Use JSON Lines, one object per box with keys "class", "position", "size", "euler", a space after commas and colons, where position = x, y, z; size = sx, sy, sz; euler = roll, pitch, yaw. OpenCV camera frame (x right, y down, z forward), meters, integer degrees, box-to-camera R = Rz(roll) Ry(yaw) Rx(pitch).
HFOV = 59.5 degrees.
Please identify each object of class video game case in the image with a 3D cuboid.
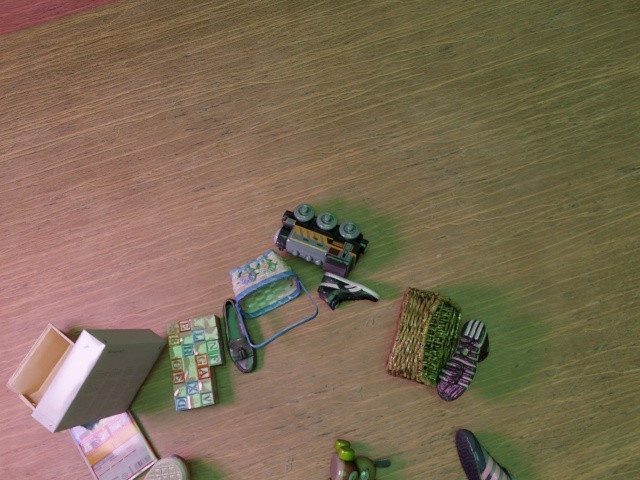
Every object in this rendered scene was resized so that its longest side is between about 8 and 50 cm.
{"class": "video game case", "position": [-0.701, 0.680, 1.887], "size": [0.204, 0.025, 0.285], "euler": [-35, 75, -8]}

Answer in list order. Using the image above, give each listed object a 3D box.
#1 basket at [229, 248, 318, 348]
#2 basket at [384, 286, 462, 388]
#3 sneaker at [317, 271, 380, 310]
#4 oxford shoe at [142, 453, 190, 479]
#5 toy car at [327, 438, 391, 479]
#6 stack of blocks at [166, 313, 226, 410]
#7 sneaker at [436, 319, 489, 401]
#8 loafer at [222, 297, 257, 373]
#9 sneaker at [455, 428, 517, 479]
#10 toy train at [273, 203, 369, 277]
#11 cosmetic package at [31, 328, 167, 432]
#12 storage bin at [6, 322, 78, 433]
{"class": "basket", "position": [-0.176, 0.197, 1.917], "size": [0.255, 0.201, 0.289], "euler": [-29, 64, -7]}
{"class": "basket", "position": [0.356, 0.323, 1.850], "size": [0.223, 0.213, 0.299], "euler": [16, 75, 8]}
{"class": "sneaker", "position": [0.093, 0.203, 1.975], "size": [0.217, 0.079, 0.121], "euler": [22, 79, 17]}
{"class": "oxford shoe", "position": [-0.560, 0.864, 1.782], "size": [0.169, 0.130, 0.449], "euler": [38, 93, 6]}
{"class": "toy car", "position": [0.129, 0.740, 1.783], "size": [0.188, 0.149, 0.155], "euler": [12, 86, -6]}
{"class": "stack of blocks", "position": [-0.417, 0.418, 1.920], "size": [0.171, 0.087, 0.297], "euler": [-11, 73, -1]}
{"class": "sneaker", "position": [0.494, 0.411, 1.854], "size": [0.106, 0.162, 0.281], "euler": [24, 82, 38]}
{"class": "loafer", "position": [-0.292, 0.329, 1.943], "size": [0.096, 0.084, 0.267], "euler": [-18, 73, -3]}
{"class": "sneaker", "position": [0.545, 0.742, 1.787], "size": [0.131, 0.112, 0.319], "euler": [-18, 75, -20]}
{"class": "toy train", "position": [0.000, 0.000, 1.982], "size": [0.334, 0.142, 0.190], "euler": [21, 57, 9]}
{"class": "cosmetic package", "position": [-0.661, 0.415, 1.730], "size": [0.097, 0.377, 0.284], "euler": [33, 89, 14]}
{"class": "storage bin", "position": [-0.872, 0.455, 1.857], "size": [0.262, 0.123, 0.260], "euler": [21, 73, 37]}
